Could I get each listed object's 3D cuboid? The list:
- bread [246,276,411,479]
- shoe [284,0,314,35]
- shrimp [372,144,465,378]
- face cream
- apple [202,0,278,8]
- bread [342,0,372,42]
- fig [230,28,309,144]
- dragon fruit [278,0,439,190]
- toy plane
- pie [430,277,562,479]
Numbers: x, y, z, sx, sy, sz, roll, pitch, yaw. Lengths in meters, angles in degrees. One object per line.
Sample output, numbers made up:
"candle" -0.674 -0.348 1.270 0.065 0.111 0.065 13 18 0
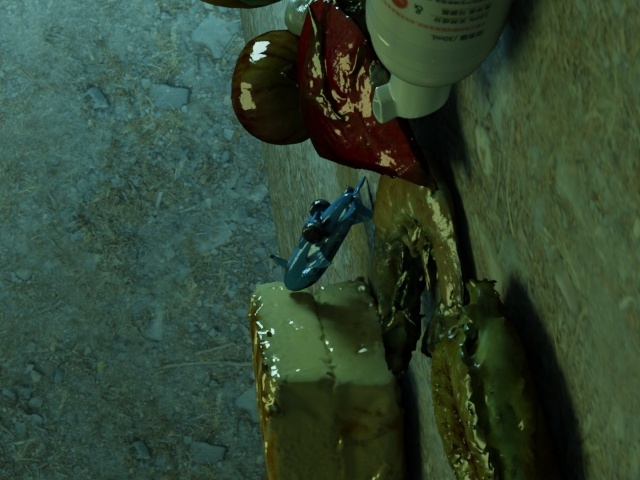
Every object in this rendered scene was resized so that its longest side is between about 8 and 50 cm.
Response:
"bread" 0.011 0.313 2.026 0.371 0.279 0.390 -110 12 -61
"shoe" -0.018 -0.420 1.908 0.251 0.100 0.103 -112 15 -66
"shrimp" 0.147 0.070 1.519 0.445 0.085 0.272 93 159 -44
"face cream" 0.117 -0.241 1.045 0.370 0.145 0.145 96 162 -64
"apple" -0.150 -0.572 1.726 0.384 0.374 0.374 70 -177 -58
"bread" 0.064 -0.344 1.415 0.132 0.103 0.172 96 162 -64
"fig" -0.070 -0.306 2.112 0.235 0.214 0.235 57 -161 -32
"dragon fruit" 0.020 -0.191 1.404 0.343 0.100 0.282 -154 43 -74
"toy plane" 0.000 0.000 1.962 0.271 0.105 0.254 -45 15 32
"pie" 0.203 0.226 1.209 0.288 0.102 0.355 89 167 -78
